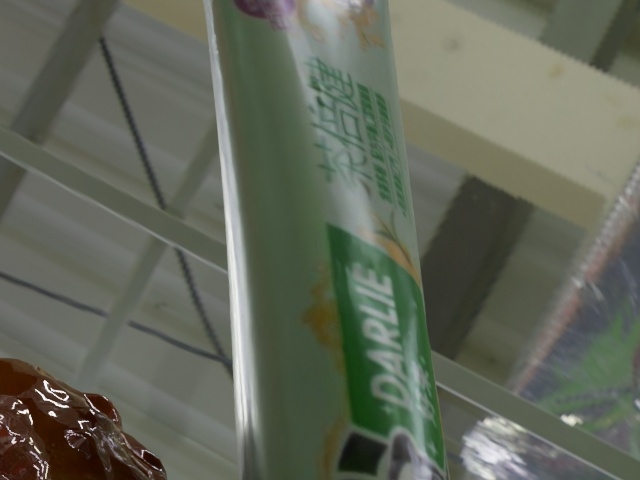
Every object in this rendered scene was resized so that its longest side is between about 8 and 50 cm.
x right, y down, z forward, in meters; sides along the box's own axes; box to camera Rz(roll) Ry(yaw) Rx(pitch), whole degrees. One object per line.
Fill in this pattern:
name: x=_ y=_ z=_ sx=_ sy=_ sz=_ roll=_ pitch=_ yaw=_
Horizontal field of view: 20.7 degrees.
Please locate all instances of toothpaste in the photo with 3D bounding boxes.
toothpaste: x=0.000 y=0.000 z=0.465 sx=0.056 sy=0.058 sz=0.314 roll=-8 pitch=-125 yaw=3

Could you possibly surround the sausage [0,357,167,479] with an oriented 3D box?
sausage: x=-0.141 y=0.121 z=0.499 sx=0.268 sy=0.153 sz=0.141 roll=-26 pitch=-115 yaw=49
